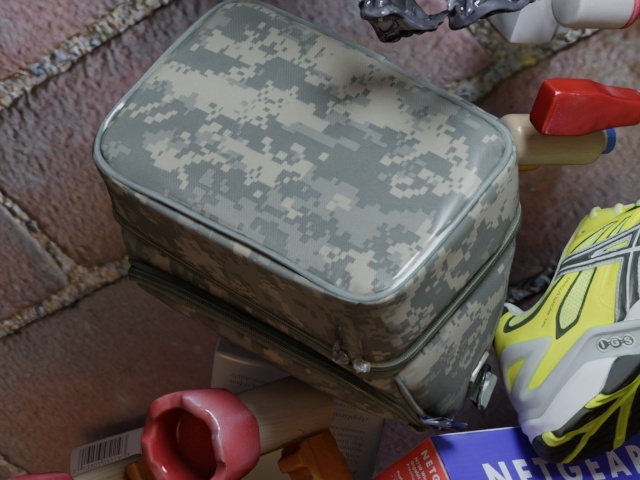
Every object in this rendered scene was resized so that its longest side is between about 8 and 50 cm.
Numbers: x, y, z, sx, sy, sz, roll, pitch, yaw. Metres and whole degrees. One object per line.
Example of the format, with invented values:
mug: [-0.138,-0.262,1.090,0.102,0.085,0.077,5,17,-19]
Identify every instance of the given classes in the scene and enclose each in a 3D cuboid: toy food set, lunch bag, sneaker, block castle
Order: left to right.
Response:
block castle: [-0.078,0.356,1.376,0.303,0.213,0.453,-28,81,39]
lunch bag: [0.000,0.000,1.354,0.305,0.212,0.256,27,154,23]
toy food set: [0.192,-0.135,1.312,0.104,0.111,0.232,-2,126,-27]
sneaker: [0.279,0.008,1.380,0.384,0.147,0.145,-44,148,17]

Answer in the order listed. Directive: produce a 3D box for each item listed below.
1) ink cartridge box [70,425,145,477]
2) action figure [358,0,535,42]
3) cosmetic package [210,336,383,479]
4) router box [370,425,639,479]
ink cartridge box: [-0.113,0.251,1.754,0.181,0.056,0.224,-20,142,26]
action figure: [0.054,-0.279,1.194,0.164,0.141,0.276,-11,101,31]
cosmetic package: [-0.013,0.127,1.542,0.151,0.151,0.184,12,131,2]
router box: [0.125,0.267,1.552,0.335,0.082,0.301,0,147,-44]
